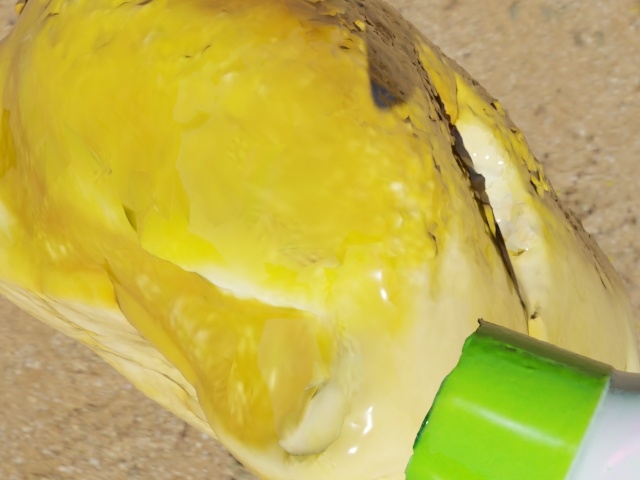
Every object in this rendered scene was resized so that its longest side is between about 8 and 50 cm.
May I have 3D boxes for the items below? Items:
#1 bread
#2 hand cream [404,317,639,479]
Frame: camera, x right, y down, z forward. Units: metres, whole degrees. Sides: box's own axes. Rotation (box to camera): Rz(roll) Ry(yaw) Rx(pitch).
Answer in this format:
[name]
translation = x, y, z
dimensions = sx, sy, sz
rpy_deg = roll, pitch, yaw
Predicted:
[bread]
translation = 0.000, 0.000, 0.740
dimensions = 0.250, 0.361, 0.394
rpy_deg = -56, 144, -9
[hand cream]
translation = 0.153, 0.100, 0.325
dimensions = 0.050, 0.275, 0.079
rpy_deg = -45, 156, -56
